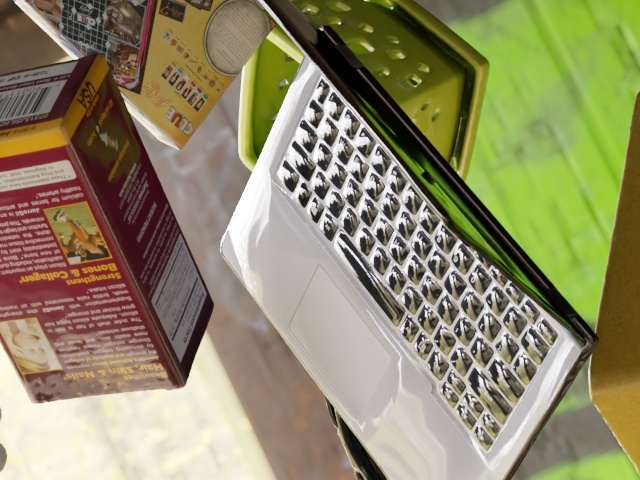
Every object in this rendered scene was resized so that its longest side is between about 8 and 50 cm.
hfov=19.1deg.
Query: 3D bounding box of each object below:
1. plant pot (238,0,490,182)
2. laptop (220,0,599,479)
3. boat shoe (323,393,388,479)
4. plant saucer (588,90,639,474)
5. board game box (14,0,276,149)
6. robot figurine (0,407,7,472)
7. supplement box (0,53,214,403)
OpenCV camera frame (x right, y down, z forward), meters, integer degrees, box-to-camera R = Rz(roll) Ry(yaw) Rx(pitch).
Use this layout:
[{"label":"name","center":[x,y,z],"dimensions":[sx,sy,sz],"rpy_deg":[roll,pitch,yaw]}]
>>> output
[{"label":"plant pot","center":[0.057,-0.153,2.179],"dimensions":[0.207,0.227,0.228],"rpy_deg":[-28,-36,-30]},{"label":"laptop","center":[0.000,0.000,1.464],"dimensions":[0.236,0.382,0.408],"rpy_deg":[-8,-42,-38]},{"label":"boat shoe","center":[0.065,0.130,1.682],"dimensions":[0.127,0.340,0.113],"rpy_deg":[-9,9,-8]},{"label":"plant saucer","center":[0.367,0.068,1.881],"dimensions":[0.081,0.333,0.333],"rpy_deg":[0,-29,26]},{"label":"board game box","center":[-0.168,-0.223,1.835],"dimensions":[0.042,0.243,0.165],"rpy_deg":[25,75,48]},{"label":"robot figurine","center":[-0.450,0.120,1.757],"dimensions":[0.200,0.353,0.300],"rpy_deg":[-42,32,8]},{"label":"supplement box","center":[-0.147,-0.003,1.103],"dimensions":[0.104,0.188,0.081],"rpy_deg":[-8,35,20]}]
